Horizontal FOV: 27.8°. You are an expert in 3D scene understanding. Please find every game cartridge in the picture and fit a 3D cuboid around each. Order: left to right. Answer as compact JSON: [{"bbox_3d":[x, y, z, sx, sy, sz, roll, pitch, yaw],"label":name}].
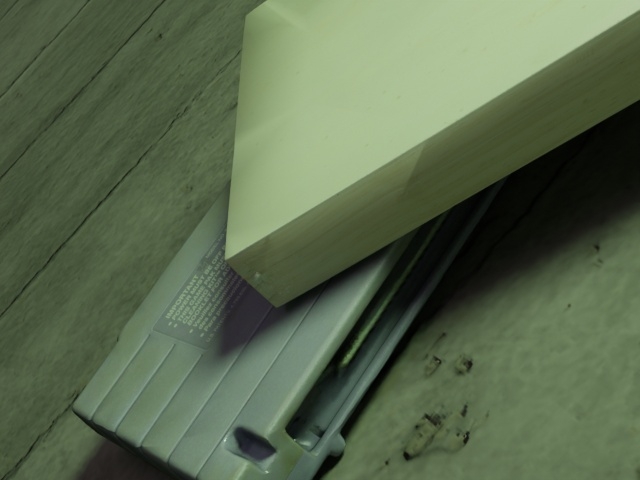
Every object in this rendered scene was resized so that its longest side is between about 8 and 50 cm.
[{"bbox_3d":[0.000,0.000,0.834,0.355,0.068,0.230,-55,27,-14],"label":"game cartridge"}]

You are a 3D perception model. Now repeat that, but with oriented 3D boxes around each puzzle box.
[{"bbox_3d":[0.119,-0.153,0.759,0.409,0.052,0.272,-30,34,24],"label":"puzzle box"}]
